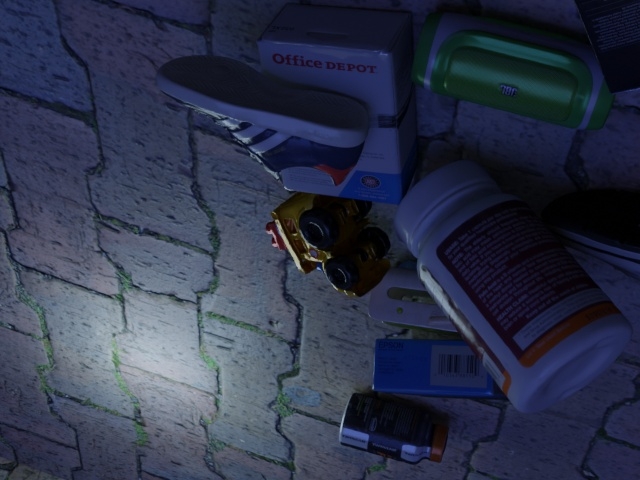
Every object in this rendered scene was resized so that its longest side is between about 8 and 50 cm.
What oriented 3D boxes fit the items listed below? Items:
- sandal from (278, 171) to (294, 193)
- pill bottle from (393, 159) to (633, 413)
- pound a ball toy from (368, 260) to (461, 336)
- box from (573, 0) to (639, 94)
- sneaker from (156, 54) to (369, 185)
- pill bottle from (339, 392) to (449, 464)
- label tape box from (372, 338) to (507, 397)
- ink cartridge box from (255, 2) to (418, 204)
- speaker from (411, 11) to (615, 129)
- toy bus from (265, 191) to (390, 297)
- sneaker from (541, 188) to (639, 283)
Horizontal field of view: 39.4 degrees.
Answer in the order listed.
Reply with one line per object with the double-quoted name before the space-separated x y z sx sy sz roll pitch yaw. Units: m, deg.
"sandal" -0.074 -0.192 1.645 0.079 0.088 0.240 -25 130 9
"pill bottle" 0.302 0.066 1.475 0.392 0.224 0.224 56 148 29
"pound a ball toy" 0.256 0.108 1.707 0.319 0.135 0.208 6 170 19
"box" 0.419 -0.329 1.205 0.108 0.153 0.207 -11 126 33
"sneaker" -0.102 -0.180 1.423 0.350 0.131 0.148 21 134 10
"pill bottle" 0.177 0.453 2.117 0.246 0.130 0.130 13 136 13
"label tape box" 0.291 0.274 1.871 0.249 0.115 0.348 -3 170 27
"ink cartridge box" 0.039 -0.226 1.499 0.223 0.129 0.307 10 136 19
"speaker" 0.294 -0.258 1.355 0.297 0.131 0.131 16 137 9
"toy bus" 0.000 0.000 1.716 0.211 0.149 0.220 -12 110 42
"sneaker" 0.563 0.087 1.458 0.448 0.169 0.257 20 129 33
